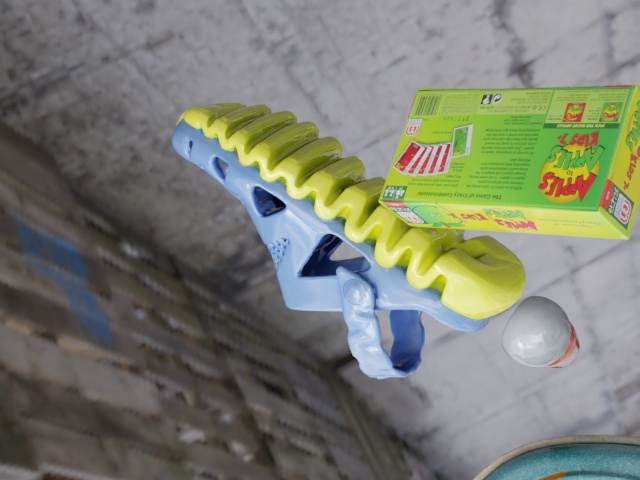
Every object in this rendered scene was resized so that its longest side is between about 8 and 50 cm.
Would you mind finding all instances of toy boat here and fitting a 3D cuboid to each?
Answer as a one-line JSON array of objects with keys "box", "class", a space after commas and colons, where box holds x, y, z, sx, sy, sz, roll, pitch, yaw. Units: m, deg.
[{"box": [0.229, 0.214, 1.383, 0.268, 0.318, 0.148, -13, 165, 17], "class": "toy boat"}]

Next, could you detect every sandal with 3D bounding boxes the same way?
[{"box": [0.000, 0.000, 1.174, 0.126, 0.317, 0.138, -16, 138, -58], "class": "sandal"}]

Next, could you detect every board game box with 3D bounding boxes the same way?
[{"box": [0.133, -0.055, 1.002, 0.181, 0.092, 0.043, 4, 158, 43], "class": "board game box"}]
